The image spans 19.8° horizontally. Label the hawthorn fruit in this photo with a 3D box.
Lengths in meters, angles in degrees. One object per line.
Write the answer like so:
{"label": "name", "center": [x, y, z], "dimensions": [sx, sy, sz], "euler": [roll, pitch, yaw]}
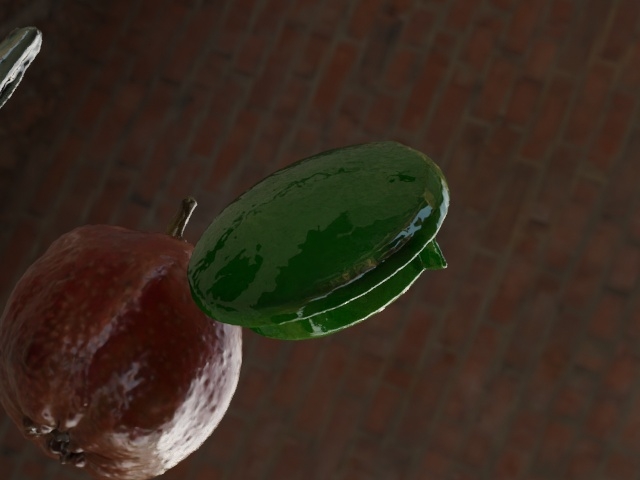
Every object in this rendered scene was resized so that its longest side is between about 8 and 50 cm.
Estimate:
{"label": "hawthorn fruit", "center": [-0.159, 0.073, 1.542], "dimensions": [0.253, 0.205, 0.205], "euler": [-59, 159, -25]}

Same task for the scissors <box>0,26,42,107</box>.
{"label": "scissors", "center": [-0.331, -0.071, 1.530], "dimensions": [0.289, 0.138, 0.041], "euler": [-50, 175, -12]}

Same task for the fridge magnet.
{"label": "fridge magnet", "center": [0.000, 0.000, 1.358], "dimensions": [0.208, 0.208, 0.088], "euler": [-53, 129, -42]}
